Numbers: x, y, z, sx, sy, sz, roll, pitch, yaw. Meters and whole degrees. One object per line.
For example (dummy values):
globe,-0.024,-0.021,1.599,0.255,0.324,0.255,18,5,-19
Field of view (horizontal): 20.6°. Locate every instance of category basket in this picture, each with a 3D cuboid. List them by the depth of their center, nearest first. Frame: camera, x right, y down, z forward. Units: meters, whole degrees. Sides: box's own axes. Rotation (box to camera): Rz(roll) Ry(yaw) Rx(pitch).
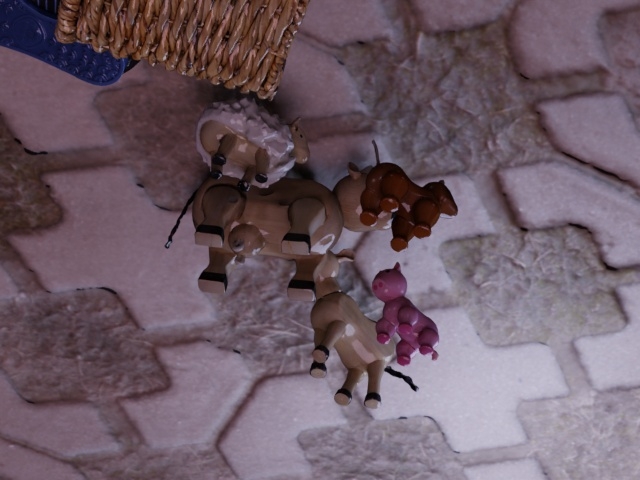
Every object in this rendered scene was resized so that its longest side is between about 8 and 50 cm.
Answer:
basket,-0.103,-0.322,1.658,0.223,0.213,0.299,15,125,-11

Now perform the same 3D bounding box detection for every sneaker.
sneaker,-0.285,-0.237,1.797,0.232,0.090,0.081,30,122,1

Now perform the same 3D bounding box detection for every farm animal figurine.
farm animal figurine,0.000,0.000,1.941,0.326,0.172,0.330,18,132,-1
